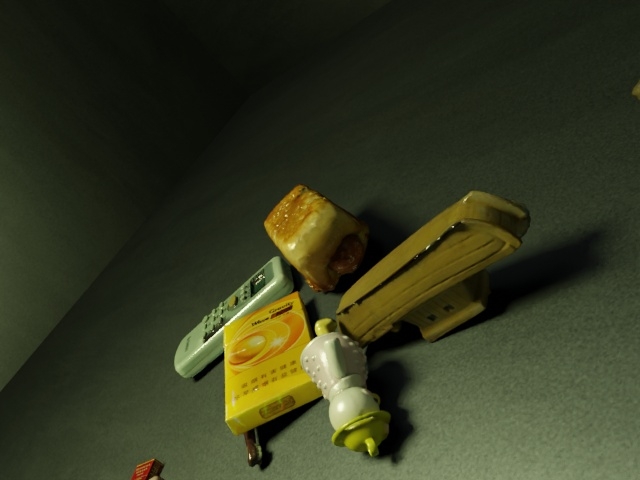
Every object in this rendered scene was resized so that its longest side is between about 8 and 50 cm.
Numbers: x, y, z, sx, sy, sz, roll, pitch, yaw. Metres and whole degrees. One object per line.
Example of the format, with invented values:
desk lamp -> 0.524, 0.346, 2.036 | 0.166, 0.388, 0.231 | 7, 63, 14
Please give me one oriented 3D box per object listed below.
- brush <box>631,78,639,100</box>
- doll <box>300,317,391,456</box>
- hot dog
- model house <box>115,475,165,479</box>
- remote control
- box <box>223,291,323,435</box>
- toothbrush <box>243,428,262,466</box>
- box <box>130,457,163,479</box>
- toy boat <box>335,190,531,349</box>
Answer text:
brush -> 0.486, -0.247, 0.765 | 0.301, 0.084, 0.071 | -46, 20, -20
doll -> 0.029, 0.179, 0.755 | 0.081, 0.129, 0.207 | -17, 36, -8
hot dog -> 0.000, 0.000, 1.072 | 0.150, 0.153, 0.256 | -49, 19, 1
model house -> -0.197, 0.367, 0.658 | 0.237, 0.237, 0.202 | -42, 14, -6
remote control -> -0.177, 0.154, 1.234 | 0.296, 0.056, 0.140 | -41, 16, 7
box -> -0.080, 0.184, 0.981 | 0.152, 0.043, 0.269 | -24, 23, 1
toothbrush -> -0.125, 0.243, 1.003 | 0.041, 0.041, 0.364 | -43, 21, 5
box -> -0.303, 0.414, 1.034 | 0.051, 0.023, 0.082 | -32, 25, 32
toy boat -> 0.133, 0.060, 0.773 | 0.321, 0.121, 0.089 | -44, 17, 41
